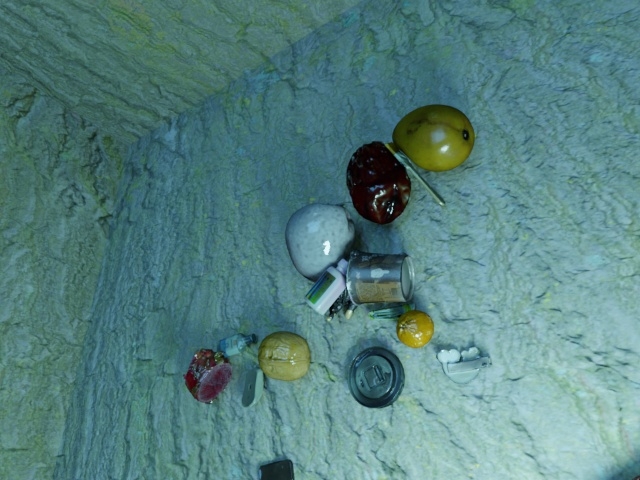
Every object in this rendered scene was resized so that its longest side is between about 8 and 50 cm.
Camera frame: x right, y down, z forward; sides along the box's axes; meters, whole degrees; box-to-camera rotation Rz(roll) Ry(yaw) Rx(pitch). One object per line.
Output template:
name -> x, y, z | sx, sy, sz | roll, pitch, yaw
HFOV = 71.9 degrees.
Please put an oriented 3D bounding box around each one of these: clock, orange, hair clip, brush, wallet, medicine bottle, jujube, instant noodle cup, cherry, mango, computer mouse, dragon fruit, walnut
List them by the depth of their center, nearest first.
hair clip -> 0.463, 0.402, 1.425 | 0.172, 0.049, 0.116 | -20, 52, 30
orange -> 0.326, 0.305, 1.531 | 0.136, 0.117, 0.135 | -12, 66, 28
clock -> 0.198, 0.488, 1.576 | 0.215, 0.042, 0.214 | -17, 58, 28
instant noodle cup -> 0.229, 0.139, 1.639 | 0.208, 0.217, 0.217 | -1, 66, 29
hair clip -> 0.265, 0.273, 1.647 | 0.189, 0.033, 0.060 | -12, 62, 28
wallet -> -0.166, 0.873, 1.651 | 0.157, 0.018, 0.082 | -26, 54, 23
medicine bottle -> 0.038, 0.171, 1.680 | 0.219, 0.078, 0.115 | -50, 31, -4
brush -> 0.378, -0.263, 1.740 | 0.336, 0.085, 0.020 | 50, 121, 8
walnut -> -0.144, 0.459, 1.752 | 0.226, 0.193, 0.193 | 8, 71, 36
mango -> 0.442, -0.416, 1.769 | 0.378, 0.221, 0.263 | 34, 94, 51
jujube -> 0.233, -0.245, 1.816 | 0.259, 0.258, 0.376 | -28, 54, 22
cherry -> 0.006, -0.004, 1.817 | 0.326, 0.292, 0.334 | -50, 38, 47
computer mouse -> -0.278, 0.613, 1.849 | 0.089, 0.056, 0.181 | -18, 51, 30
dragon fruit -> -0.490, 0.567, 1.920 | 0.147, 0.211, 0.282 | 26, 113, 32
medicine bottle -> -0.382, 0.470, 2.002 | 0.209, 0.054, 0.090 | -24, 55, 24

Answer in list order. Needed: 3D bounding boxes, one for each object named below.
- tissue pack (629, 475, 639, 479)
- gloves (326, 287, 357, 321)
tissue pack -> 0.737, 0.710, 1.008 | 0.332, 0.123, 0.245 | -39, 52, 13
gloves -> 0.075, 0.240, 1.754 | 0.180, 0.129, 0.106 | -48, 39, -2
